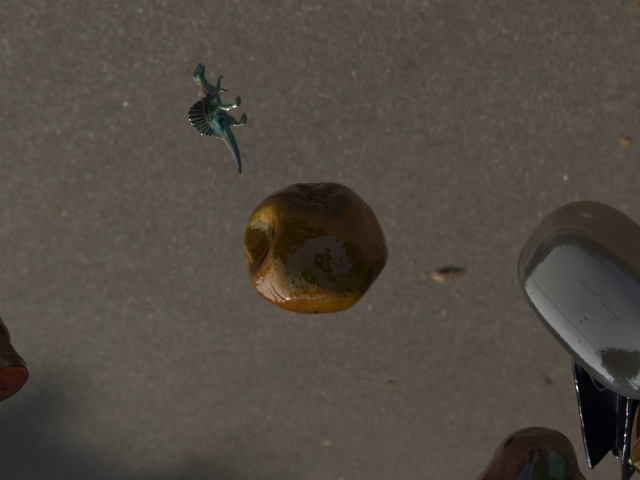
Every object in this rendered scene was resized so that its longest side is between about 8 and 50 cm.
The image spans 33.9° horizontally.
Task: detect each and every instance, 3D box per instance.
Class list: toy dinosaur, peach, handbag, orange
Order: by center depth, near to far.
[{"bbox_3d":[0.257,0.300,1.257,0.152,0.152,0.152,6,149,4],"label":"peach"},{"bbox_3d":[0.000,0.000,1.707,0.249,0.249,0.183,10,127,-3],"label":"orange"},{"bbox_3d":[0.572,0.228,1.820,0.122,0.303,0.329,23,143,37],"label":"handbag"},{"bbox_3d":[-0.185,-0.214,1.845,0.106,0.044,0.187,8,111,18],"label":"toy dinosaur"}]

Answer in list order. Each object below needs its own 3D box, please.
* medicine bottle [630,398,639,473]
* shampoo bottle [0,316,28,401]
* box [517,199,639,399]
[{"bbox_3d":[0.369,0.175,0.831,0.222,0.149,0.112,32,112,10],"label":"medicine bottle"},{"bbox_3d":[-0.463,0.065,1.298,0.076,0.314,0.118,-39,153,-3],"label":"shampoo bottle"},{"bbox_3d":[0.277,0.056,0.994,0.088,0.200,0.146,-24,156,-37],"label":"box"}]
